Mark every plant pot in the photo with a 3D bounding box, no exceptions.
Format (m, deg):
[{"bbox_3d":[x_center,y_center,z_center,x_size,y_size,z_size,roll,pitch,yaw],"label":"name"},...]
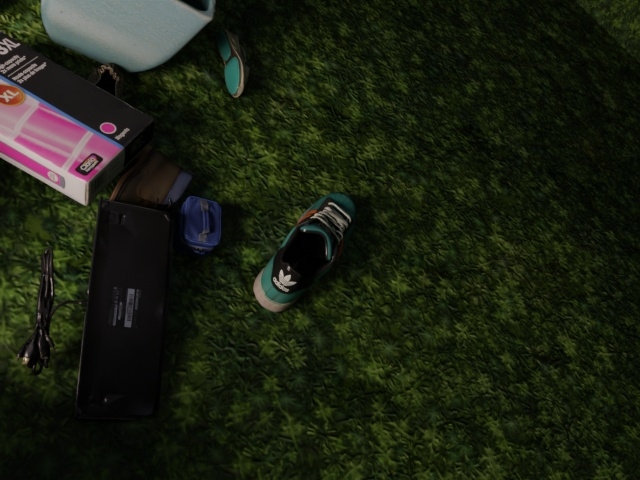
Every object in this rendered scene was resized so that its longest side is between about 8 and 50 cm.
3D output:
[{"bbox_3d":[-0.345,-0.440,1.114,0.248,0.252,0.247,21,54,-32],"label":"plant pot"}]

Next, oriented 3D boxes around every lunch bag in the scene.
[{"bbox_3d":[-0.205,-0.021,1.081,0.067,0.065,0.098,11,57,-26],"label":"lunch bag"}]

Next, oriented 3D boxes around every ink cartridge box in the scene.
[{"bbox_3d":[-0.462,-0.211,0.995,0.371,0.069,0.176,28,50,2],"label":"ink cartridge box"}]

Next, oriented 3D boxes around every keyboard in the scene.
[{"bbox_3d":[-0.314,0.093,0.921,0.201,0.033,0.317,13,70,-34],"label":"keyboard"}]

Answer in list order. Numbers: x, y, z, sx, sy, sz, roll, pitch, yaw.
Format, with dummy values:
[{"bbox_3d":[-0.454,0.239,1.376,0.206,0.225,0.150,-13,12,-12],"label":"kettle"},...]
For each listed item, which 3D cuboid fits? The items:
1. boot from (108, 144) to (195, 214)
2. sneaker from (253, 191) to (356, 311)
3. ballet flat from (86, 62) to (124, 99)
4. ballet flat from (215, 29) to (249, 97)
[{"bbox_3d":[-0.281,-0.064,1.050,0.106,0.082,0.219,25,50,-14],"label":"boot"},{"bbox_3d":[0.000,0.000,1.160,0.108,0.121,0.302,40,49,-5],"label":"sneaker"},{"bbox_3d":[-0.378,-0.208,1.091,0.084,0.058,0.250,19,54,-21],"label":"ballet flat"},{"bbox_3d":[-0.169,-0.362,1.320,0.052,0.057,0.168,5,60,-41],"label":"ballet flat"}]
